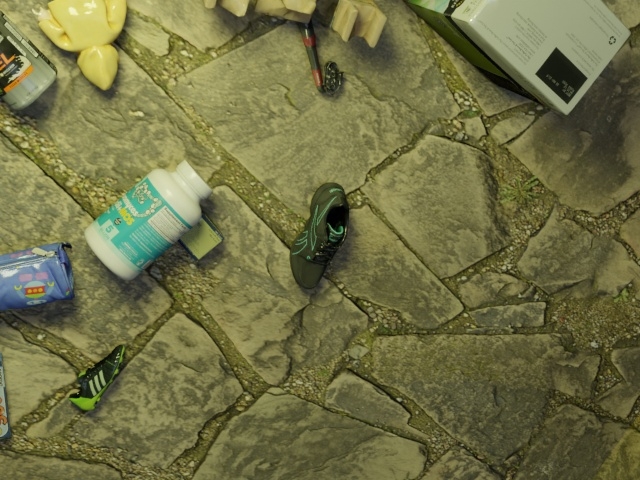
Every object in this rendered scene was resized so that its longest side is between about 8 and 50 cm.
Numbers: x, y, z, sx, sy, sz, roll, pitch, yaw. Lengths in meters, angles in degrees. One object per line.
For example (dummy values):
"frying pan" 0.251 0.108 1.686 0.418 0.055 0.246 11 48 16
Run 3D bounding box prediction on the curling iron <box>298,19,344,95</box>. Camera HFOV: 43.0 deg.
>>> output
"curling iron" -0.017 -0.442 1.740 0.068 0.035 0.274 -36 118 -29

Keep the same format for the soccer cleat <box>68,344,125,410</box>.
"soccer cleat" -0.509 0.308 1.852 0.072 0.060 0.179 31 99 -17

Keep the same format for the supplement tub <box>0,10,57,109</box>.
"supplement tub" -0.593 -0.345 1.501 0.117 0.117 0.190 -42 120 0

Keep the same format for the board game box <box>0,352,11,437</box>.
"board game box" -0.759 0.350 1.780 0.136 0.035 0.201 -6 114 -19

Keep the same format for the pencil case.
"pencil case" -0.656 0.083 1.656 0.306 0.119 0.133 -10 139 -18

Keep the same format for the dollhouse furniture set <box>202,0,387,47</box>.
"dollhouse furniture set" -0.025 -0.631 1.573 0.362 0.256 0.394 6 125 -23

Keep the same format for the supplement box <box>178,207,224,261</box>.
"supplement box" -0.274 -0.016 1.804 0.083 0.056 0.083 -39 120 -2

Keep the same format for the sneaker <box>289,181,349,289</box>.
"sneaker" 0.000 0.000 1.895 0.101 0.106 0.267 6 111 -25

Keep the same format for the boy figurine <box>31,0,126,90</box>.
"boy figurine" -0.445 -0.429 1.540 0.177 0.092 0.285 -25 120 -11

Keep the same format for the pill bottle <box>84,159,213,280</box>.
"pill bottle" -0.353 -0.050 1.707 0.264 0.146 0.146 -41 120 -2

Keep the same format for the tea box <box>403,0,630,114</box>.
"tea box" 0.406 -0.476 1.724 0.329 0.323 0.220 33 98 -30
